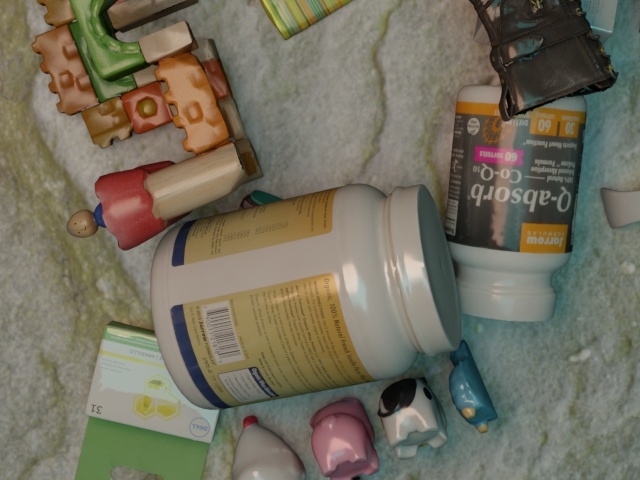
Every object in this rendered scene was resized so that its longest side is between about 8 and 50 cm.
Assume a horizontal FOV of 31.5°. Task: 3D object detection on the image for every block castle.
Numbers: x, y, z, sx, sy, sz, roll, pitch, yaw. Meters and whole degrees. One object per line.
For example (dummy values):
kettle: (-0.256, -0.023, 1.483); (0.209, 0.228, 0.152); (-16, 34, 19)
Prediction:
block castle: (-0.245, -0.227, 1.301); (0.213, 0.303, 0.453); (-21, 95, 3)

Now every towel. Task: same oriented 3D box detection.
towel: (0.029, -0.355, 1.435); (0.237, 0.021, 0.102); (-30, 102, 1)

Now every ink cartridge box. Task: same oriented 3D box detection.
ink cartridge box: (-0.221, 0.237, 1.479); (0.171, 0.056, 0.235); (14, 94, -3)
ink cartridge box: (0.277, -0.275, 1.397); (0.150, 0.109, 0.063); (14, 74, -2)

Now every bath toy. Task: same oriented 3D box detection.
bath toy: (0.044, 0.239, 1.450); (0.348, 0.151, 0.129); (-22, 58, 4)

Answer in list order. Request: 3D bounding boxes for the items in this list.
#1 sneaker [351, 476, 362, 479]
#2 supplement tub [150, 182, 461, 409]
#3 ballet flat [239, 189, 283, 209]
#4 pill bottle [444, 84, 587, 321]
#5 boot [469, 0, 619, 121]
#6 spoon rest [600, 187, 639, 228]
sneaker: (0.031, 0.395, 1.499); (0.075, 0.057, 0.161); (34, 92, 1)
supplement tub: (-0.013, 0.062, 1.314); (0.316, 0.228, 0.228); (-12, 97, 15)
ballet flat: (0.000, 0.000, 1.453); (0.221, 0.077, 0.079); (15, 114, 2)
pill bottle: (0.236, -0.048, 1.402); (0.162, 0.162, 0.278); (4, 96, -2)
boot: (0.279, -0.275, 1.305); (0.263, 0.091, 0.229); (-27, 86, -7)
spoon rest: (0.503, -0.076, 1.443); (0.276, 0.084, 0.137); (-18, 97, 2)
